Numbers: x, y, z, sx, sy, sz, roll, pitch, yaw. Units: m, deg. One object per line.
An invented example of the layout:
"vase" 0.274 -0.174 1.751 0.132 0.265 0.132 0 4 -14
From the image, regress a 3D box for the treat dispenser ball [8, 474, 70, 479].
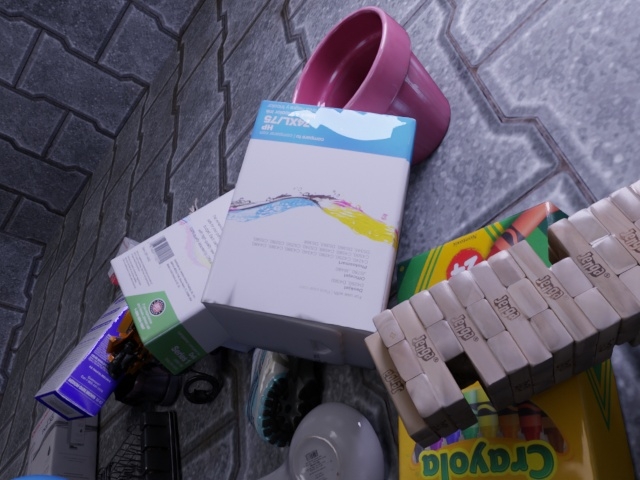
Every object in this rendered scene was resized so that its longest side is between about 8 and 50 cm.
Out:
"treat dispenser ball" -0.501 0.552 0.905 0.288 0.288 0.288 -33 44 39

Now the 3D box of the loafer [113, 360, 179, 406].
"loafer" -0.429 0.325 1.238 0.302 0.095 0.109 -16 58 49

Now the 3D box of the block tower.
"block tower" 0.202 0.043 0.417 0.335 0.091 0.097 -30 55 5

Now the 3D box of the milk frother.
"milk frother" -0.238 0.222 1.050 0.135 0.129 0.143 -54 -26 -63

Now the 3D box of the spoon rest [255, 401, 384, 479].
"spoon rest" -0.032 0.309 0.706 0.276 0.084 0.137 -32 65 25

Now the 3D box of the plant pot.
"plant pot" 0.085 -0.204 0.789 0.201 0.180 0.201 -33 44 40

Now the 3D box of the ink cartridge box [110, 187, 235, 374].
"ink cartridge box" -0.179 0.054 0.900 0.278 0.117 0.201 -32 50 -10

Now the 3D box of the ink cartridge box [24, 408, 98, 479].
"ink cartridge box" -0.688 0.573 1.419 0.207 0.117 0.283 -52 35 19

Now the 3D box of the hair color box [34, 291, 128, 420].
"hair color box" -0.495 0.249 1.268 0.185 0.110 0.339 -24 29 46

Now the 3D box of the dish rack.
"dish rack" -0.383 0.498 1.088 0.272 0.074 0.208 -53 33 21

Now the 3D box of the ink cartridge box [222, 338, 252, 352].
"ink cartridge box" -0.167 0.109 1.007 0.060 0.104 0.180 -43 38 34

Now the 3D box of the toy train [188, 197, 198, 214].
"toy train" -0.296 0.027 1.261 0.143 0.105 0.248 -63 30 28

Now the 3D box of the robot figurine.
"robot figurine" -0.350 0.167 1.119 0.291 0.085 0.211 -52 -7 30

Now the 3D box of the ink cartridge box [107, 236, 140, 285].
"ink cartridge box" -0.620 0.070 1.714 0.099 0.056 0.135 31 95 57

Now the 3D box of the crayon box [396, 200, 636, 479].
"crayon box" 0.174 0.142 0.526 0.202 0.081 0.319 -28 48 42

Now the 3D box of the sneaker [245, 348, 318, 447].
"sneaker" -0.057 0.156 0.820 0.122 0.110 0.283 -6 64 57

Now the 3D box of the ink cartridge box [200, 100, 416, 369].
"ink cartridge box" 0.000 0.000 0.682 0.198 0.197 0.270 81 -160 -65
